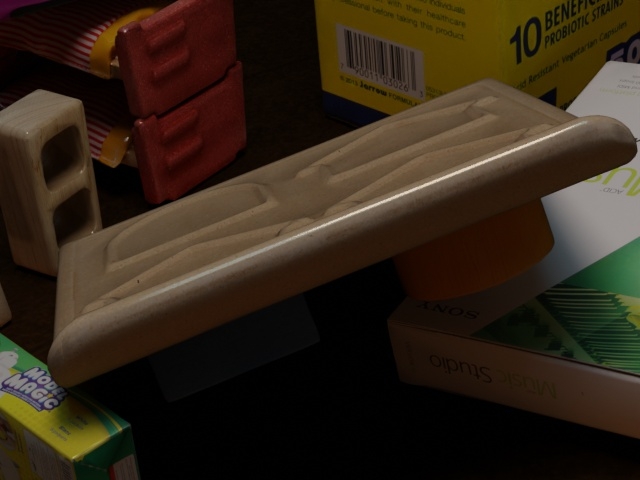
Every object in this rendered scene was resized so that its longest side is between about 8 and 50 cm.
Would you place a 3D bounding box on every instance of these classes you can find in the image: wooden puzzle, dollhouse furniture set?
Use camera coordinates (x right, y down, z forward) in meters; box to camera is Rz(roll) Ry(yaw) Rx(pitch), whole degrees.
[{"bbox_3d":[0.000,0.000,0.954,0.322,0.080,0.348,-21,10,-3],"label":"wooden puzzle"},{"bbox_3d":[-0.243,-0.077,1.142,0.201,0.152,0.374,18,39,32],"label":"dollhouse furniture set"}]

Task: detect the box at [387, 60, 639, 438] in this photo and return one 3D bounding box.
[{"bbox_3d":[0.221,-0.003,1.004,0.232,0.058,0.322,11,42,34],"label":"box"}]

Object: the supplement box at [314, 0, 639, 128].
[{"bbox_3d":[0.120,-0.260,1.190,0.195,0.356,0.194,24,43,38],"label":"supplement box"}]

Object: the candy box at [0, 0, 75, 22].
[{"bbox_3d":[-0.220,-0.252,1.205,0.159,0.071,0.233,-20,34,-22],"label":"candy box"}]

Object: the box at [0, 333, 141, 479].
[{"bbox_3d":[-0.165,0.113,0.876,0.043,0.105,0.179,-31,40,-34],"label":"box"}]
